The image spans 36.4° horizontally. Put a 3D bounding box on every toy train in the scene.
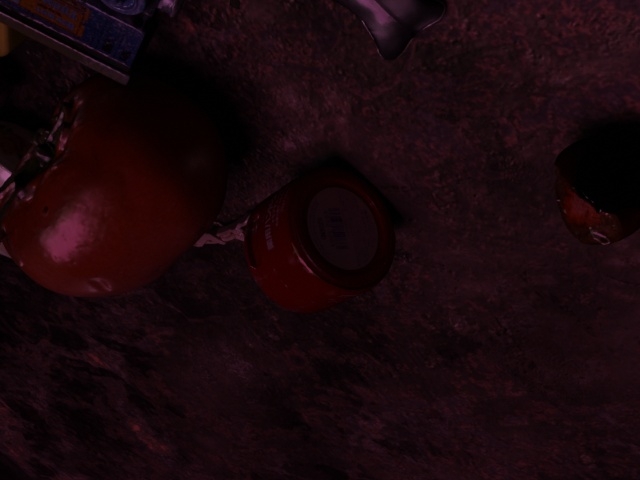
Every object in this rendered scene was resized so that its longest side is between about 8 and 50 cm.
[{"bbox_3d":[-0.324,-0.342,1.234,0.300,0.131,0.202,26,149,-12],"label":"toy train"}]

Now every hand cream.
[{"bbox_3d":[0.000,0.000,1.375,0.193,0.193,0.125,43,141,-15],"label":"hand cream"}]

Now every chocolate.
[{"bbox_3d":[0.322,-0.056,1.131,0.127,0.124,0.133,2,174,-11],"label":"chocolate"}]

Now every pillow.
[{"bbox_3d":[0.068,-0.277,1.108,0.136,0.055,0.091,43,141,-18],"label":"pillow"}]

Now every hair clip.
[{"bbox_3d":[-0.172,-0.009,1.623,0.226,0.034,0.072,-7,130,42],"label":"hair clip"}]

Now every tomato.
[{"bbox_3d":[-0.291,-0.068,1.401,0.273,0.341,0.341,32,148,-28],"label":"tomato"}]

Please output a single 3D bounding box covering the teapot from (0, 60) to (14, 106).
[{"bbox_3d":[-0.562,-0.283,1.547,0.116,0.148,0.146,-14,121,0],"label":"teapot"}]

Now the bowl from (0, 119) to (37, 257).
[{"bbox_3d":[-0.528,-0.103,1.681,0.277,0.145,0.277,20,145,15],"label":"bowl"}]

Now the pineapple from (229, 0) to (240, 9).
[{"bbox_3d":[-0.074,-0.339,1.060,0.340,0.169,0.169,-10,127,44],"label":"pineapple"}]

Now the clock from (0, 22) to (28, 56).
[{"bbox_3d":[-0.505,-0.369,1.389,0.202,0.096,0.143,30,147,4],"label":"clock"}]
